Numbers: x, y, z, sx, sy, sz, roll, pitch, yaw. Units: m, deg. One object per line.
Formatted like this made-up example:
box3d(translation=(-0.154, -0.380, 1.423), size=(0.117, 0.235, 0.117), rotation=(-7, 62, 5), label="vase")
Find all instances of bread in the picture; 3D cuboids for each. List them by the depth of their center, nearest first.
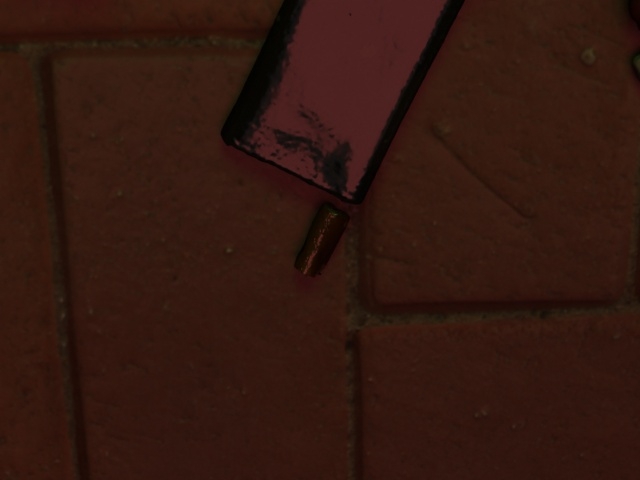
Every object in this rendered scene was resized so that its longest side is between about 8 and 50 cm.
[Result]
box3d(translation=(0.000, 0.000, 1.291), size=(0.036, 0.047, 0.083), rotation=(30, 105, 16), label="bread")

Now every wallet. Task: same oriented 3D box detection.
box3d(translation=(0.036, -0.210, 1.213), size=(0.170, 0.044, 0.321), rotation=(26, 102, -4), label="wallet")

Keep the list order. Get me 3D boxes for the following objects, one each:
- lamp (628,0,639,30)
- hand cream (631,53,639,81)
box3d(translation=(0.374, -0.253, 1.207), size=(0.107, 0.092, 0.107), rotation=(2, 75, -6), label="lamp")
box3d(translation=(0.404, -0.214, 1.258), size=(0.143, 0.039, 0.061), rotation=(-28, 104, -5), label="hand cream")
